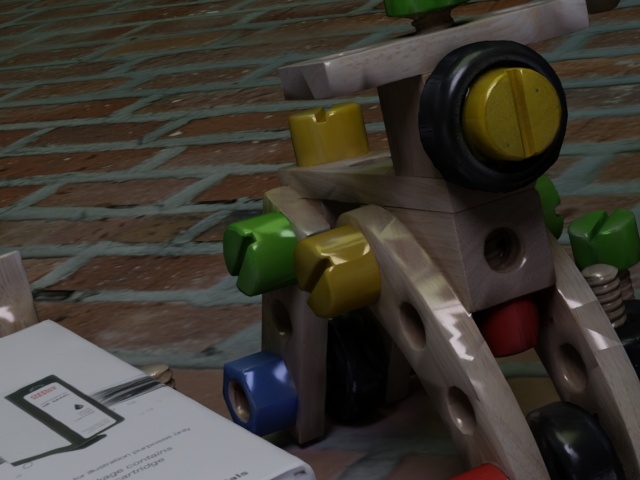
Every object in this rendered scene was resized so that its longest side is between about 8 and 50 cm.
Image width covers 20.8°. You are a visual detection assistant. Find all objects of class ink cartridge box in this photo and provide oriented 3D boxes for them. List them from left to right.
[{"bbox_3d":[-0.067,0.124,0.561,0.086,0.148,0.203,-23,19,-24],"label":"ink cartridge box"}]

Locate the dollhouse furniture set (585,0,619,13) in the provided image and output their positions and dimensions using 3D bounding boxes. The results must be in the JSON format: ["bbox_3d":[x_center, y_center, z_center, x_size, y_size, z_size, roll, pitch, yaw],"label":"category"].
[{"bbox_3d":[0.280,-0.130,0.682,0.362,0.394,0.256,-9,18,15],"label":"dollhouse furniture set"}]

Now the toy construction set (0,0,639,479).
[{"bbox_3d":[0.000,0.000,0.748,0.308,0.237,0.257,-14,17,1],"label":"toy construction set"}]
